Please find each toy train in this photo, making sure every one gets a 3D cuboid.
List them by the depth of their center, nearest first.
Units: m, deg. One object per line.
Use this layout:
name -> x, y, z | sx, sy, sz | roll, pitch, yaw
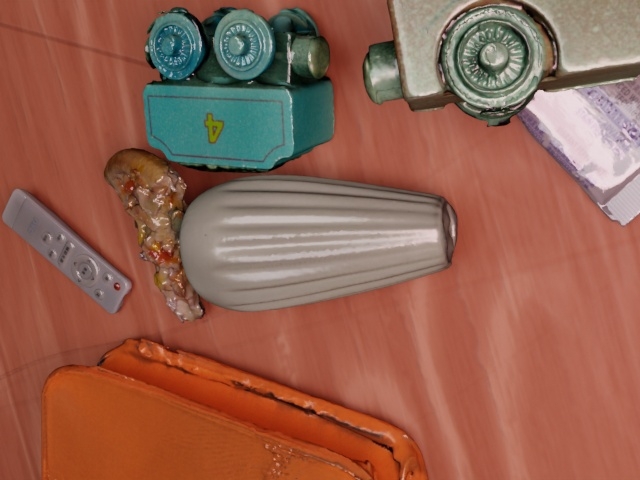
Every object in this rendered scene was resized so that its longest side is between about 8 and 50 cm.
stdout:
toy train -> 0.188, -0.170, 0.691 | 0.326, 0.129, 0.159 | -8, 89, 10
toy train -> -0.080, -0.145, 0.909 | 0.198, 0.107, 0.154 | 6, 108, 28

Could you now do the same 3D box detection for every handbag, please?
handbag -> -0.102, 0.287, 0.985 | 0.410, 0.116, 0.303 | 14, 107, 27

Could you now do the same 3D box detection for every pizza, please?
pizza -> -0.167, 0.000, 0.984 | 0.185, 0.052, 0.195 | 14, 126, 62

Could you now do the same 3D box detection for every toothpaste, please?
toothpaste -> 0.188, -0.147, 0.787 | 0.282, 0.068, 0.099 | 48, 144, 7

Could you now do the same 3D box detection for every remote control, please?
remote control -> -0.287, 0.010, 1.093 | 0.184, 0.027, 0.050 | 39, 116, 14

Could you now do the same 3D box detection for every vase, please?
vase -> 0.000, 0.000, 0.877 | 0.248, 0.128, 0.128 | -3, 96, 21
